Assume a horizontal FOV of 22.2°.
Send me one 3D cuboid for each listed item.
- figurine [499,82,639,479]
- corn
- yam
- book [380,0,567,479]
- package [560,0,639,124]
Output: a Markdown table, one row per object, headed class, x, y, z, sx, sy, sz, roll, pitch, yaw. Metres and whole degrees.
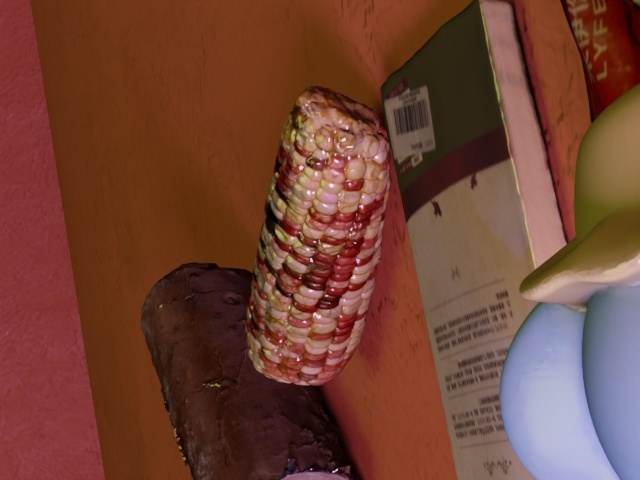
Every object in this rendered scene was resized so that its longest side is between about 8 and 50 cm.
| class | x | y | z | sx | sy | sz | roll | pitch | yaw |
| --- | --- | --- | --- | --- | --- | --- | --- | --- | --- |
| figurine | 0.151 | 0.069 | 0.500 | 0.180 | 0.154 | 0.262 | -27 | 69 | 62 |
| corn | 0.000 | 0.000 | 1.094 | 0.253 | 0.086 | 0.086 | 100 | 155 | -44 |
| yam | -0.056 | 0.138 | 1.297 | 0.279 | 0.131 | 0.131 | -116 | 23 | -47 |
| book | 0.092 | 0.029 | 0.894 | 0.201 | 0.026 | 0.289 | 150 | 110 | -73 |
| package | 0.123 | -0.140 | 0.635 | 0.269 | 0.071 | 0.194 | 51 | -141 | -85 |
